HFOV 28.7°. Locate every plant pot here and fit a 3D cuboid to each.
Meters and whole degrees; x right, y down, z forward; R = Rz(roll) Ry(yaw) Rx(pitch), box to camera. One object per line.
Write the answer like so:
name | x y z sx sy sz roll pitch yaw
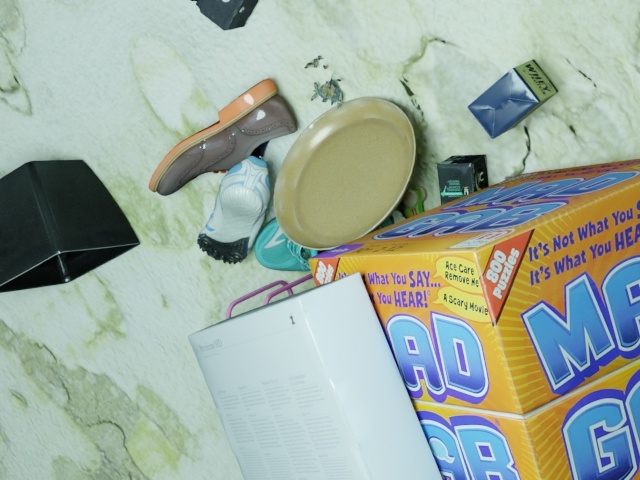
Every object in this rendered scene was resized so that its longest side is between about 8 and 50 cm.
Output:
plant pot | 0.038 -0.088 1.734 0.236 0.032 0.236 -20 54 30
plant pot | -0.435 -0.030 2.003 0.187 0.188 0.167 -25 79 32

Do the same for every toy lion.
toy lion | 0.118 -0.019 1.785 0.096 0.034 0.100 -15 98 39

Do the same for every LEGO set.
LEGO set | 0.010 -0.223 1.786 0.054 0.023 0.083 -12 86 29

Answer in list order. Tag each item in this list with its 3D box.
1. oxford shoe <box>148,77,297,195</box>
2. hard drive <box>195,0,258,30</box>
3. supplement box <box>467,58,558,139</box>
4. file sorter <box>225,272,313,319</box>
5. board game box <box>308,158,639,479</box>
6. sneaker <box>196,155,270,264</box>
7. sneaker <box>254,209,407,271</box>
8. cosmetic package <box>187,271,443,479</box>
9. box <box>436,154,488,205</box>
oxford shoe | -0.150 -0.127 1.859 0.271 0.097 0.098 -34 94 33
hard drive | -0.133 -0.499 1.750 0.237 0.064 0.339 38 120 13
supplement box | 0.251 -0.184 1.626 0.083 0.083 0.056 -40 85 32
file sorter | 0.037 0.141 1.779 0.290 0.202 0.182 -7 99 30
board game box | 0.263 0.127 1.482 0.356 0.356 0.356 -4 105 61
sneaker | -0.123 -0.039 1.863 0.085 0.086 0.237 28 146 -3
sneaker | 0.000 0.000 1.798 0.275 0.110 0.107 -7 103 42
cosmetic package | -0.017 0.212 1.552 0.377 0.097 0.284 -22 91 63
box | 0.196 -0.070 1.704 0.052 0.062 0.083 -1 105 28
